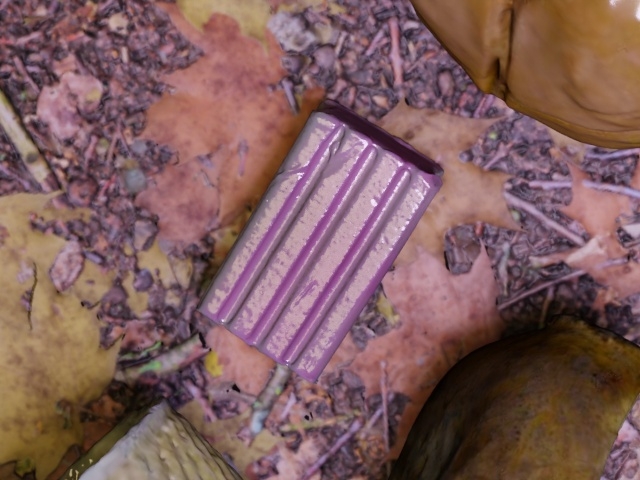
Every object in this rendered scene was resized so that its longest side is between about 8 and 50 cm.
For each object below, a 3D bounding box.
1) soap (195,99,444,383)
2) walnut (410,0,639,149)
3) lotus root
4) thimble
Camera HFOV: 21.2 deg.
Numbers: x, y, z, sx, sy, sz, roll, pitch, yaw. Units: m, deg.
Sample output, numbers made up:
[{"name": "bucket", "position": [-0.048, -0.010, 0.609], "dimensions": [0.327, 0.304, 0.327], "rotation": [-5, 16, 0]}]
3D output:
[{"name": "soap", "position": [0.000, 0.000, 1.392], "dimensions": [0.122, 0.065, 0.203], "rotation": [32, 103, -1]}, {"name": "walnut", "position": [0.235, -0.261, 1.190], "dimensions": [0.354, 0.308, 0.398], "rotation": [43, 105, 9]}, {"name": "lotus root", "position": [0.142, 0.171, 1.319], "dimensions": [0.149, 0.267, 0.260], "rotation": [30, 94, 4]}, {"name": "thimble", "position": [-0.173, 0.261, 1.366], "dimensions": [0.271, 0.271, 0.150], "rotation": [-42, 93, 13]}]
